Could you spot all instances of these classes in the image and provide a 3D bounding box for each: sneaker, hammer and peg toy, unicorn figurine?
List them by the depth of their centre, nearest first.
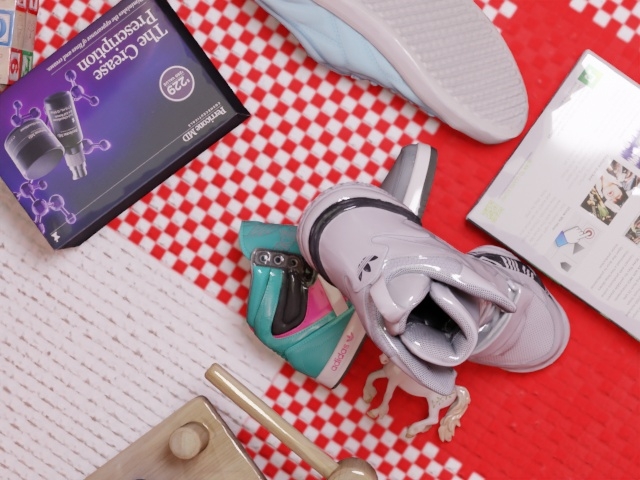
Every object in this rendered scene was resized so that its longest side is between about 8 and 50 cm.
[{"bbox_3d":[0.149,0.083,1.605,0.366,0.210,0.137,29,105,-32],"label":"sneaker"},{"bbox_3d":[0.067,-0.228,1.726,0.366,0.150,0.135,41,60,-12],"label":"sneaker"},{"bbox_3d":[0.000,0.000,1.736,0.178,0.124,0.295,25,97,-4],"label":"sneaker"},{"bbox_3d":[0.099,0.159,1.743,0.162,0.060,0.111,24,112,-29],"label":"unicorn figurine"},{"bbox_3d":[-0.120,0.309,1.759,0.361,0.127,0.266,-38,86,7],"label":"hammer and peg toy"}]

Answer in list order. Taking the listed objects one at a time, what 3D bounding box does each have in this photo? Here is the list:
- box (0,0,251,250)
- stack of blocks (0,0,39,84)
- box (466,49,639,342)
[{"bbox_3d":[-0.240,-0.137,1.766,0.261,0.103,0.184,-37,91,7],"label":"box"},{"bbox_3d":[-0.481,-0.277,1.793,0.297,0.087,0.171,6,93,7],"label":"stack of blocks"},{"bbox_3d":[0.357,-0.026,1.719,0.322,0.058,0.232,36,97,5],"label":"box"}]
